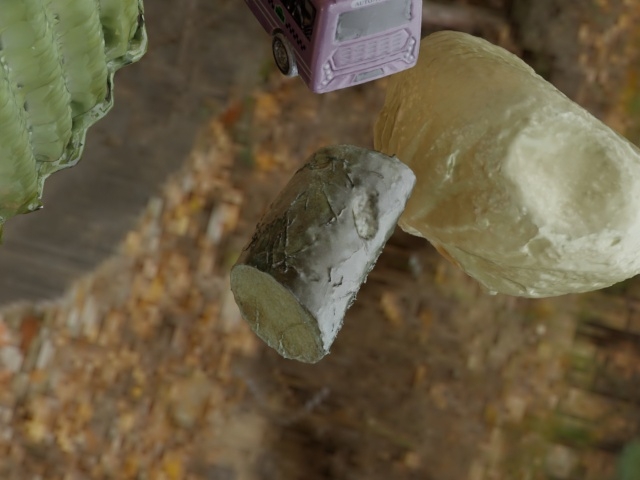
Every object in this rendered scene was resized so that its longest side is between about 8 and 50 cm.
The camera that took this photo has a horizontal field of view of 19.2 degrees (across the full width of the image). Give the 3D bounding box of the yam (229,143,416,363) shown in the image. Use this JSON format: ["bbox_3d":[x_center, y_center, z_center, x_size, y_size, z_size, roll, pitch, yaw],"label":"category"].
[{"bbox_3d":[0.000,0.000,1.564,0.183,0.107,0.107,-58,159,-25],"label":"yam"}]

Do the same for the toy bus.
[{"bbox_3d":[-0.006,-0.184,1.212,0.087,0.178,0.098,-19,143,-20],"label":"toy bus"}]

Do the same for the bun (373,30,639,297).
[{"bbox_3d":[0.211,-0.062,2.057,0.227,0.349,0.352,-55,167,8],"label":"bun"}]

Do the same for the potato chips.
[{"bbox_3d":[-0.236,-0.100,1.388,0.358,0.070,0.429,-54,174,-15],"label":"potato chips"}]
